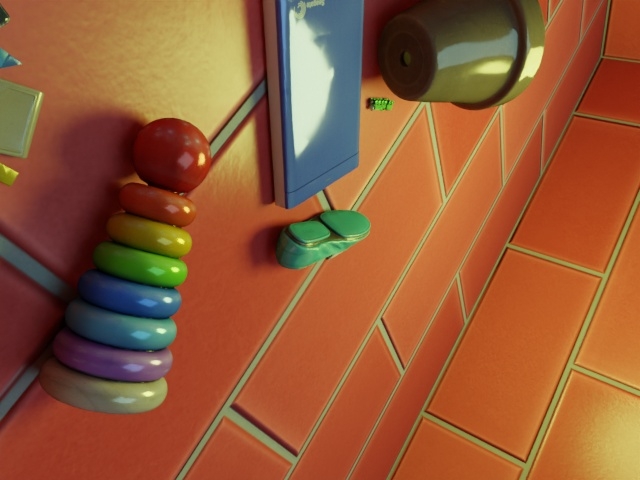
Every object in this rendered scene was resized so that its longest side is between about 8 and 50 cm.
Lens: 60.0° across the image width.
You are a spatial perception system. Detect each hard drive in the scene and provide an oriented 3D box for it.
[{"bbox_3d":[-0.003,-0.233,0.883,0.210,0.040,0.319,-37,137,-43],"label":"hard drive"}]

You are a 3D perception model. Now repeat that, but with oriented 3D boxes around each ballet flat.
[{"bbox_3d":[0.000,0.000,1.010,0.247,0.083,0.087,-16,145,-54],"label":"ballet flat"}]

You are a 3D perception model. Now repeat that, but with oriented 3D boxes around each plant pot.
[{"bbox_3d":[0.239,-0.357,1.028,0.229,0.263,0.263,-23,128,-31],"label":"plant pot"}]

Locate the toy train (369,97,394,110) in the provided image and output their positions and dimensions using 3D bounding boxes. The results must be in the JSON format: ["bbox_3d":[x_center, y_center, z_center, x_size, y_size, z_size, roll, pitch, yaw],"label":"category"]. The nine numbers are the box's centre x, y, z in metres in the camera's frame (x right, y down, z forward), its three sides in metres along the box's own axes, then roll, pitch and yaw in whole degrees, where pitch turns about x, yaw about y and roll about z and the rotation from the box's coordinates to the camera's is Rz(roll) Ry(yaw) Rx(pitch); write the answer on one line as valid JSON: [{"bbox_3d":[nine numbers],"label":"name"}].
[{"bbox_3d":[0.119,-0.266,1.085,0.083,0.017,0.024,-19,134,-53],"label":"toy train"}]

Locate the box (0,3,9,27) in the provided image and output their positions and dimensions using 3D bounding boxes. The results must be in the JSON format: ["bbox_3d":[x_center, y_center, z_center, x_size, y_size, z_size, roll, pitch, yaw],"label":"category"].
[{"bbox_3d":[-0.311,-0.137,0.329,0.158,0.156,0.093,-53,146,-25],"label":"box"}]

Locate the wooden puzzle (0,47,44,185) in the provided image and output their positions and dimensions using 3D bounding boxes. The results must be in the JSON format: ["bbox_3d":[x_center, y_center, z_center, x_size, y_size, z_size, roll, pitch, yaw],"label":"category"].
[{"bbox_3d":[-0.296,-0.114,0.511,0.078,0.014,0.116,23,88,-64],"label":"wooden puzzle"}]

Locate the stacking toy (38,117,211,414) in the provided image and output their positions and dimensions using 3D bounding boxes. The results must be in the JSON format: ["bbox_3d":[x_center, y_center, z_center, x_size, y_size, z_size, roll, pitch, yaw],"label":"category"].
[{"bbox_3d":[-0.209,0.018,0.641,0.141,0.141,0.330,20,83,-60],"label":"stacking toy"}]
